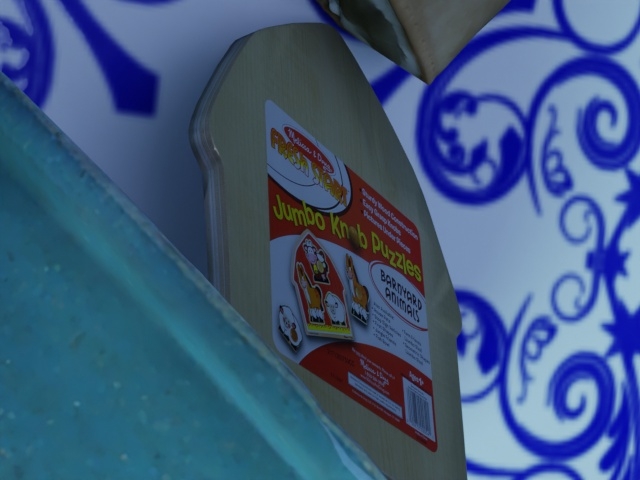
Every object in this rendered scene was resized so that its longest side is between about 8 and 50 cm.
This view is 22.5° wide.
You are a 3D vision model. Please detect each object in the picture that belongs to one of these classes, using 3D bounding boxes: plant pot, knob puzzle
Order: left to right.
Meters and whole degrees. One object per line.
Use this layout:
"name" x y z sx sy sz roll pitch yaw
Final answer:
"plant pot" -0.138 0.169 0.459 0.334 0.341 0.341 -41 111 -12
"knob puzzle" 0.000 0.000 0.632 0.213 0.030 0.213 41 39 -45

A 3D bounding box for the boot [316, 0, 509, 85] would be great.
"boot" 0.123 -0.158 0.701 0.269 0.089 0.236 -43 99 -20
